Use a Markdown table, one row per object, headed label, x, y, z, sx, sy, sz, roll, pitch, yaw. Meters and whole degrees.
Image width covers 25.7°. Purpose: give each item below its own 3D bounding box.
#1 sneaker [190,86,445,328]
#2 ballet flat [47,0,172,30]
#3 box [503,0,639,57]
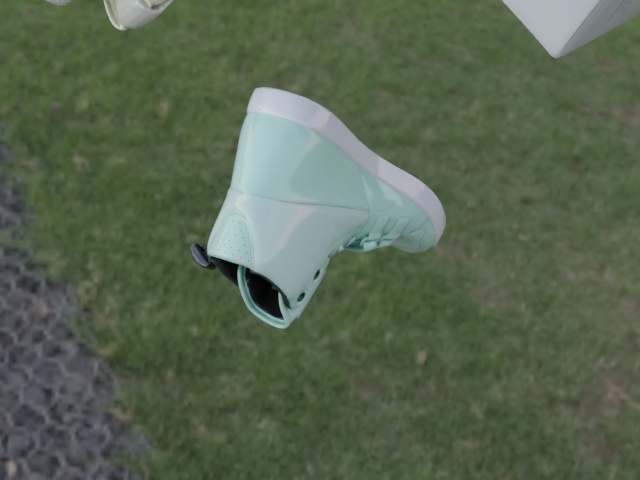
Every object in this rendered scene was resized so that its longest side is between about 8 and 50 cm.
| label | x | y | z | sx | sy | sz | roll | pitch | yaw |
| --- | --- | --- | --- | --- | --- | --- | --- | --- | --- |
| sneaker | -0.001 | 0.000 | 1.061 | 0.094 | 0.151 | 0.256 | 16 | -9 | 35 |
| ballet flat | -0.180 | -0.229 | 1.063 | 0.342 | 0.116 | 0.124 | 10 | 61 | -42 |
| box | 0.212 | -0.290 | 0.829 | 0.345 | 0.168 | 0.215 | -31 | 75 | -35 |
